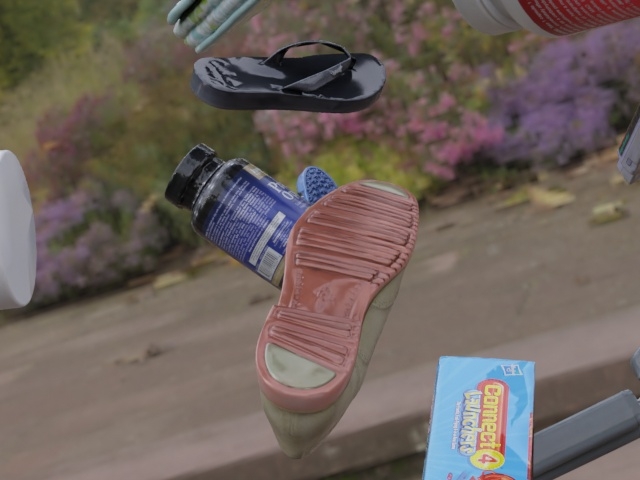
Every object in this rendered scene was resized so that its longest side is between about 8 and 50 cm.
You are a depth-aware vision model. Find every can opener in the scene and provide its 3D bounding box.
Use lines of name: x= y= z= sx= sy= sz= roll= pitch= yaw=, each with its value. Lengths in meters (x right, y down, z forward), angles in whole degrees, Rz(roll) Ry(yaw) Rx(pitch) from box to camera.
can opener: x=0.336 y=0.191 z=1.734 sx=0.280 sy=0.093 sz=0.074 roll=-30 pitch=-32 yaw=-2

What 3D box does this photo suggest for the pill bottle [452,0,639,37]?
pill bottle: x=0.379 y=-0.408 z=2.093 sx=0.407 sy=0.229 sz=0.229 roll=-9 pitch=8 yaw=45

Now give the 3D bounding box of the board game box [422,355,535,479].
board game box: x=0.131 y=0.306 z=1.264 sx=0.086 sy=0.308 sz=0.302 roll=2 pitch=30 yaw=9

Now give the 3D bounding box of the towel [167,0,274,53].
towel: x=-0.019 y=-0.407 z=1.995 sx=0.320 sy=0.090 sz=0.374 roll=-42 pitch=7 yaw=-33

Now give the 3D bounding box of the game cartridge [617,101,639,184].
game cartridge: x=0.606 y=-0.211 z=2.453 sx=0.230 sy=0.068 sz=0.355 roll=-20 pitch=-17 yaw=-6

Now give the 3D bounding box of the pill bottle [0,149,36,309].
pill bottle: x=-0.396 y=0.005 z=1.194 sx=0.323 sy=0.181 sz=0.181 roll=-6 pitch=3 yaw=3

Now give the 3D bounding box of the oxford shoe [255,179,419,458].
oxford shoe: x=0.014 y=0.080 z=1.780 sx=0.140 sy=0.146 sz=0.397 roll=16 pitch=44 yaw=14

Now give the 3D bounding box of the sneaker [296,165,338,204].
sneaker: x=0.000 y=0.000 z=2.409 sx=0.081 sy=0.232 sz=0.090 roll=1 pitch=-28 yaw=-41

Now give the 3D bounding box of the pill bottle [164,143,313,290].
pill bottle: x=-0.097 y=-0.034 z=2.063 sx=0.123 sy=0.219 sz=0.123 roll=-54 pitch=-8 yaw=-11

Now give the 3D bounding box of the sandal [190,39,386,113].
sandal: x=-0.023 y=-0.187 z=1.706 sx=0.254 sy=0.097 sz=0.054 roll=-9 pitch=-48 yaw=-37
